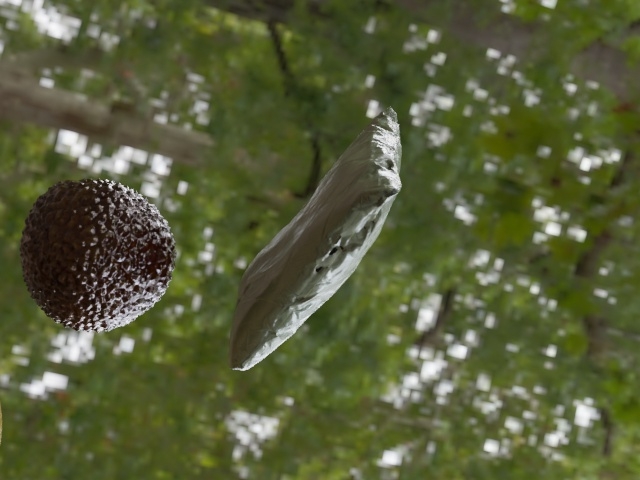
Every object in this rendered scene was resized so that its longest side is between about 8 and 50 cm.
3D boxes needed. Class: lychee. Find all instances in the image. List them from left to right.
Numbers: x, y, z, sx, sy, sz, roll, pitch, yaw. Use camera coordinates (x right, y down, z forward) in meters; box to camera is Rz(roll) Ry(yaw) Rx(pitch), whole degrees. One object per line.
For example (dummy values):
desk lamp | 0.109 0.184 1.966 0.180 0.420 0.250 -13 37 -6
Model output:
lychee | -0.263 0.020 1.934 0.194 0.194 0.194 -45 -142 51

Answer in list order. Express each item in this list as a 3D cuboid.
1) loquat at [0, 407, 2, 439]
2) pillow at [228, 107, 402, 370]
loquat | -0.444 0.178 1.609 0.263 0.263 0.263 -45 -142 51
pillow | 0.001 -0.001 1.864 0.281 0.076 0.274 -49 -169 18
